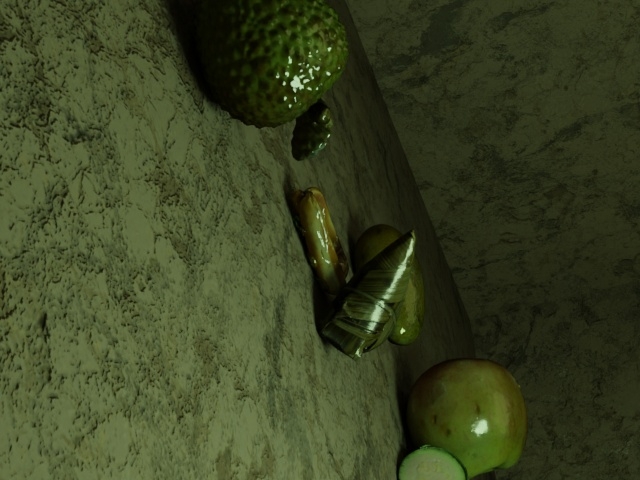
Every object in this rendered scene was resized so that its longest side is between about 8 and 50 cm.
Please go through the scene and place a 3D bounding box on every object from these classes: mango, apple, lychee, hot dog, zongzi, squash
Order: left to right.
[{"bbox_3d":[-0.081,-0.315,1.307,0.319,0.270,0.270,34,21,-3],"label":"lychee"},{"bbox_3d":[0.000,0.000,1.629,0.109,0.072,0.270,-79,152,-62],"label":"hot dog"},{"bbox_3d":[0.132,0.105,1.652,0.134,0.288,0.286,32,4,11],"label":"zongzi"},{"bbox_3d":[0.190,0.110,1.991,0.330,0.176,0.176,65,-26,22],"label":"mango"},{"bbox_3d":[0.276,0.599,1.880,0.123,0.170,0.170,78,9,-45],"label":"squash"},{"bbox_3d":[0.399,0.486,2.062,0.338,0.338,0.305,54,17,-52],"label":"apple"}]
